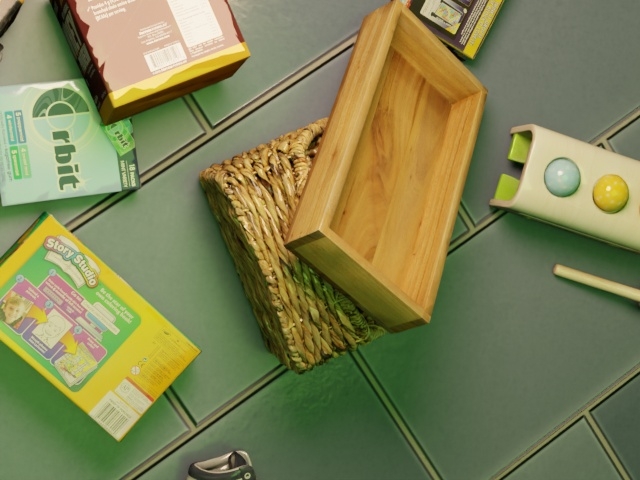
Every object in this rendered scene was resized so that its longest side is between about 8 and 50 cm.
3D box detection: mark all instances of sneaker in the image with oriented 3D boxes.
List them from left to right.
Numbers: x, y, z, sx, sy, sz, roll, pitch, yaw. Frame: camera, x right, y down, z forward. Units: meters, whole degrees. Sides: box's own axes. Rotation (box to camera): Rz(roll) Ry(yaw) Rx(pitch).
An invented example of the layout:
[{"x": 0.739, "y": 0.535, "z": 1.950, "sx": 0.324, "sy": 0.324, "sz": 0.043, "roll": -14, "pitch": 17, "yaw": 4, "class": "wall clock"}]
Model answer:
[{"x": -0.065, "y": 0.383, "z": 1.701, "sx": 0.282, "sy": 0.099, "sz": 0.153, "roll": 12, "pitch": 91, "yaw": -12, "class": "sneaker"}]

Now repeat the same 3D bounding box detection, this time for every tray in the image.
[{"x": 0.096, "y": -0.104, "z": 1.610, "sx": 0.203, "sy": 0.076, "sz": 0.410, "roll": 40, "pitch": 49, "yaw": -27, "class": "tray"}]

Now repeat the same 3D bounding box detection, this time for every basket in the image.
[{"x": 0.000, "y": 0.000, "z": 1.640, "sx": 0.223, "sy": 0.213, "sz": 0.299, "roll": -22, "pitch": 99, "yaw": -12, "class": "basket"}]

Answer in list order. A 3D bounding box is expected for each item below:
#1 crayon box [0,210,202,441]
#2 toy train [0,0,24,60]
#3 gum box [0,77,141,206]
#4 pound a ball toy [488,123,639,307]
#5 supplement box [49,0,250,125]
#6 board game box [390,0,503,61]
[{"x": -0.316, "y": 0.113, "z": 1.627, "sx": 0.278, "sy": 0.081, "sz": 0.165, "roll": 44, "pitch": 81, "yaw": -13, "class": "crayon box"}, {"x": -0.518, "y": -0.352, "z": 1.530, "sx": 0.334, "sy": 0.142, "sz": 0.190, "roll": 37, "pitch": 71, "yaw": -12, "class": "toy train"}, {"x": -0.342, "y": -0.134, "z": 1.629, "sx": 0.184, "sy": 0.041, "sz": 0.156, "roll": -9, "pitch": 95, "yaw": -14, "class": "gum box"}, {"x": 0.413, "y": -0.025, "z": 1.792, "sx": 0.319, "sy": 0.136, "sz": 0.208, "roll": 18, "pitch": 88, "yaw": -15, "class": "pound a ball toy"}, {"x": -0.225, "y": -0.279, "z": 1.574, "sx": 0.191, "sy": 0.129, "sz": 0.194, "roll": -24, "pitch": 91, "yaw": -16, "class": "supplement box"}, {"x": 0.193, "y": -0.366, "z": 1.760, "sx": 0.141, "sy": 0.048, "sz": 0.170, "roll": 30, "pitch": 85, "yaw": -17, "class": "board game box"}]
